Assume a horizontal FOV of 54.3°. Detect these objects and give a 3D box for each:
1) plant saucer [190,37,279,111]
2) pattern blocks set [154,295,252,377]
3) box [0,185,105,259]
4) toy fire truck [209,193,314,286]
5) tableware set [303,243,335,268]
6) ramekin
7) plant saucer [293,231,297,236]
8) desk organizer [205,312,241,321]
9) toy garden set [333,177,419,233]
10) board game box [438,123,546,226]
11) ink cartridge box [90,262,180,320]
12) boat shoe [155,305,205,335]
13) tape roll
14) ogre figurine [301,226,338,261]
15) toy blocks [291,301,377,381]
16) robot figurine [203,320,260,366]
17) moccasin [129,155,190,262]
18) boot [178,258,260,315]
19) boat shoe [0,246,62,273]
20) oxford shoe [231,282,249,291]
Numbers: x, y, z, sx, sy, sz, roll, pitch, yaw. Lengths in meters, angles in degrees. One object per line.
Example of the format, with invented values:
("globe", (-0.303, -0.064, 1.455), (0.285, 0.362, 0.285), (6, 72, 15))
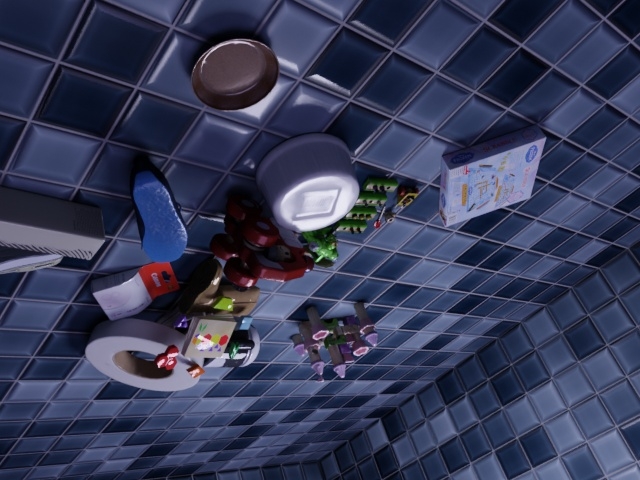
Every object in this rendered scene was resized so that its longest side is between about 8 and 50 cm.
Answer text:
("plant saucer", (-0.189, -0.369, 1.370), (0.198, 0.036, 0.199), (-15, 147, -10))
("pattern blocks set", (-0.362, 0.308, 2.004), (0.324, 0.026, 0.286), (30, 89, -54))
("box", (-0.673, -0.040, 1.511), (0.275, 0.113, 0.094), (15, 135, -41))
("toy fire truck", (-0.146, 0.012, 1.731), (0.253, 0.302, 0.169), (10, 117, -35))
("tableware set", (-0.045, 0.053, 1.979), (0.141, 0.168, 0.020), (-10, 121, -37))
("ramekin", (-0.028, -0.148, 1.701), (0.277, 0.135, 0.277), (-15, 147, -10))
("plant saucer", (-0.113, -0.004, 1.980), (0.083, 0.013, 0.083), (-15, 148, -9))
("desk organizer", (-0.345, 0.254, 2.193), (0.130, 0.050, 0.047), (12, 135, -41))
("toy garden set", (0.186, -0.094, 1.984), (0.203, 0.049, 0.244), (1, 142, -31))
("board game box", (0.543, -0.201, 2.017), (0.317, 0.066, 0.319), (-18, 148, -4))
("ink cartridge box", (-0.562, 0.156, 1.921), (0.232, 0.066, 0.189), (-12, 147, -7))
("boat shoe", (-0.486, 0.296, 2.139), (0.267, 0.088, 0.096), (-36, 145, 22))
("tape roll", (-0.589, 0.391, 2.098), (0.391, 0.072, 0.392), (6, 142, 4))
("ogre figurine", (0.000, 0.000, 1.953), (0.096, 0.118, 0.197), (-24, 149, 5))
("toy blocks", (0.061, 0.442, 2.514), (0.288, 0.260, 0.309), (-3, 143, -28))
("robot figurine", (-0.351, 0.369, 2.254), (0.278, 0.209, 0.174), (10, 120, -39))
("moccasin", (-0.410, -0.078, 1.604), (0.137, 0.117, 0.342), (-11, 143, -17))
("boot", (-0.306, 0.158, 2.051), (0.269, 0.089, 0.236), (9, 131, -48))
("boat shoe", (-0.797, 0.046, 1.572), (0.302, 0.109, 0.094), (-5, 147, -28))
("oxford shoe", (-0.202, 0.050, 1.960), (0.082, 0.096, 0.227), (36, 109, -5))
